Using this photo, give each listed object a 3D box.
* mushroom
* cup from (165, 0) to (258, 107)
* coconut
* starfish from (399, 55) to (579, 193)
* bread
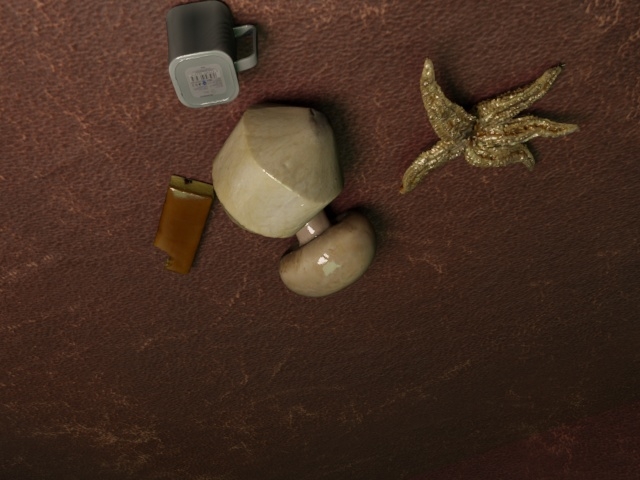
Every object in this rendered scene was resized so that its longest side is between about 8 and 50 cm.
[{"bbox_3d":[0.000,0.000,1.070,0.204,0.204,0.204,-4,136,-4],"label":"mushroom"},{"bbox_3d":[-0.150,-0.267,0.803,0.128,0.129,0.095,-10,143,-2],"label":"cup"},{"bbox_3d":[-0.060,-0.121,0.915,0.202,0.202,0.222,22,134,-27],"label":"coconut"},{"bbox_3d":[0.288,-0.203,0.958,0.294,0.084,0.301,-8,140,-5],"label":"starfish"},{"bbox_3d":[-0.270,-0.024,1.092,0.088,0.049,0.226,12,134,-19],"label":"bread"}]
